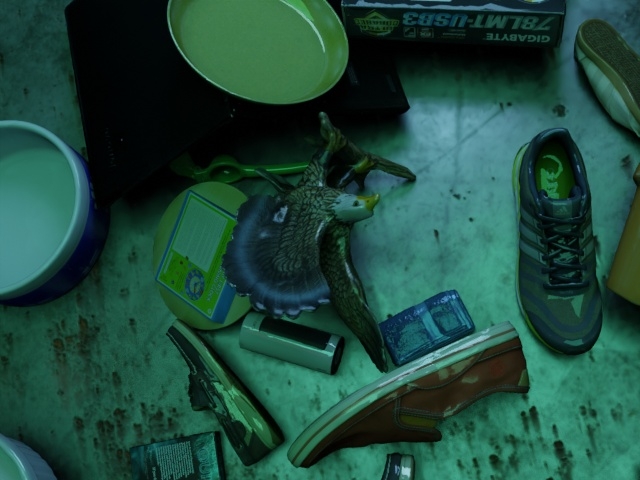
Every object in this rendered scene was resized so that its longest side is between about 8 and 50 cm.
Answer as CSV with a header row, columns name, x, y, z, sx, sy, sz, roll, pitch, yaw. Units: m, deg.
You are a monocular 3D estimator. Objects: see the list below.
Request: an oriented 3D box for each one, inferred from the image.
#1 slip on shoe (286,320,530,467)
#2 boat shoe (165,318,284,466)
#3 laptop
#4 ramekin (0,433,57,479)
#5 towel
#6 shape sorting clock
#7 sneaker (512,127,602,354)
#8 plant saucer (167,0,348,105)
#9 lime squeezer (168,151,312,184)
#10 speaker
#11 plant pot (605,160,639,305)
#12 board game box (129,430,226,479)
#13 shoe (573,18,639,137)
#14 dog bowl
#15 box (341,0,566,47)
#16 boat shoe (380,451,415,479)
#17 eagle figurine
name,x,y,z,sx,sy,sz,roll,pitch,yaw
slip on shoe,0.111,0.212,1.012,0.331,0.123,0.101,-25,77,0
boat shoe,-0.143,0.203,1.081,0.073,0.080,0.223,-42,76,-6
laptop,-0.142,-0.278,1.202,0.407,0.236,0.382,-5,64,-23
ramekin,-0.470,0.381,1.076,0.272,0.127,0.273,-3,75,11
towel,0.139,0.115,1.073,0.119,0.029,0.067,-27,71,4
shape sorting clock,-0.155,0.021,1.128,0.206,0.040,0.206,-4,83,35
sneaker,0.297,-0.005,1.024,0.111,0.121,0.300,-9,74,10
plant saucer,-0.082,-0.264,1.051,0.240,0.037,0.241,9,59,-15
lime squeezer,-0.153,-0.126,1.194,0.310,0.059,0.110,23,49,17
speaker,-0.040,0.138,1.091,0.136,0.055,0.055,15,79,15
plant pot,0.446,0.006,0.964,0.205,0.205,0.188,30,99,17
board game box,-0.183,0.359,1.076,0.126,0.026,0.186,-13,73,8
shoe,0.418,-0.203,1.091,0.076,0.058,0.219,-28,75,-18
dog bowl,-0.454,-0.037,1.196,0.264,0.104,0.265,-3,75,11
box,0.196,-0.403,1.136,0.295,0.073,0.294,4,60,12
boat shoe,0.042,0.391,0.984,0.092,0.103,0.285,17,85,10
eagle figurine,0.003,-0.003,1.027,0.226,0.225,0.299,12,71,2
